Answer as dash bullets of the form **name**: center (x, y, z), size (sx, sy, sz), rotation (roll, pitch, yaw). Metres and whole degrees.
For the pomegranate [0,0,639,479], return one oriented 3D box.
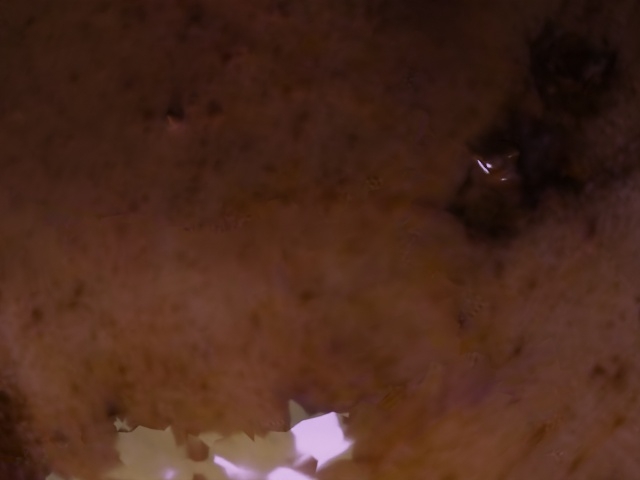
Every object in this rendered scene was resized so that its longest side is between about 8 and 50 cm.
- **pomegranate**: center (0.000, 0.000, 0.519), size (0.281, 0.281, 0.281), rotation (10, 157, 4)
